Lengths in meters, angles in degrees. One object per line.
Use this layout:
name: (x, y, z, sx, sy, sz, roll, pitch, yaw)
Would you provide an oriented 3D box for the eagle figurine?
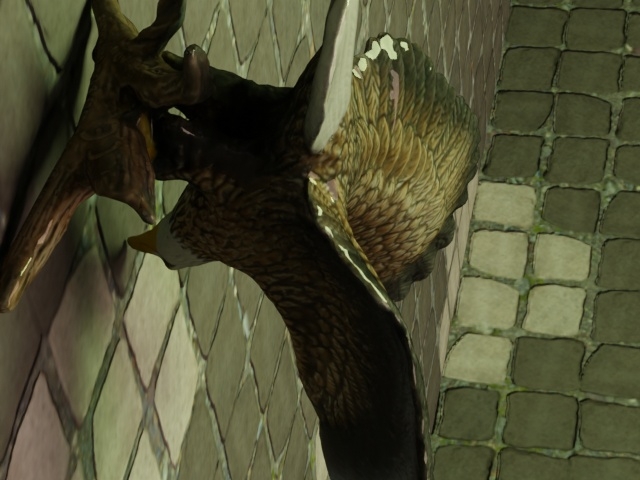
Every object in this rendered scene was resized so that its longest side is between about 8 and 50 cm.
eagle figurine: (-0.006, -0.001, 0.960, 0.226, 0.298, 0.225, -53, -150, -1)
